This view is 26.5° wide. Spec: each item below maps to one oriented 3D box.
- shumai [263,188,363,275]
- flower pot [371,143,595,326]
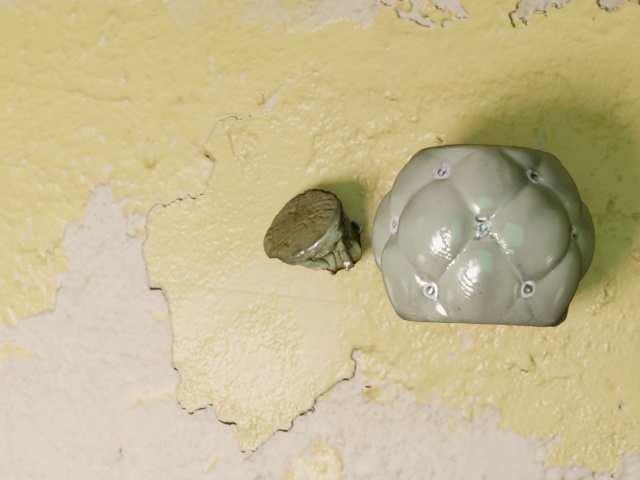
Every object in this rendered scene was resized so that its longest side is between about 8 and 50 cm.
[{"bbox_3d":[0.001,-0.001,1.607,0.087,0.124,0.099,39,69,-32],"label":"shumai"},{"bbox_3d":[0.179,-0.004,1.505,0.246,0.246,0.195,3,87,6],"label":"flower pot"}]
